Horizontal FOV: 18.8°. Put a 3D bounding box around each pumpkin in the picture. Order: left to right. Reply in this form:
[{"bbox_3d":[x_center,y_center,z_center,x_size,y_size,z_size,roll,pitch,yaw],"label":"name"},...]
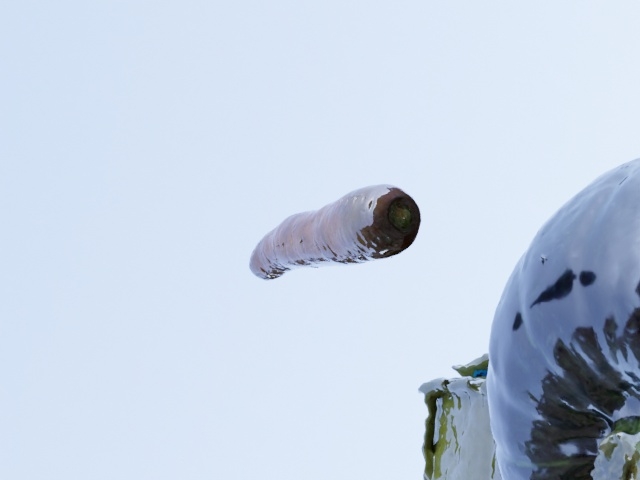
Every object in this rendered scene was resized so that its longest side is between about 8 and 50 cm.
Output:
[{"bbox_3d":[0.257,0.094,1.187,0.241,0.323,0.323,-19,-64,-45],"label":"pumpkin"}]

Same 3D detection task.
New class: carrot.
[{"bbox_3d":[0.000,0.000,1.211,0.047,0.191,0.047,6,-102,-31],"label":"carrot"}]

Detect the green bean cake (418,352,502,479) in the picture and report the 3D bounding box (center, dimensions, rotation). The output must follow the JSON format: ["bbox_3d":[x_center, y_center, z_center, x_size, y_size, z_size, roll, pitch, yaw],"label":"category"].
[{"bbox_3d":[0.173,0.245,1.596,0.202,0.285,0.310,4,-93,-22],"label":"green bean cake"}]
